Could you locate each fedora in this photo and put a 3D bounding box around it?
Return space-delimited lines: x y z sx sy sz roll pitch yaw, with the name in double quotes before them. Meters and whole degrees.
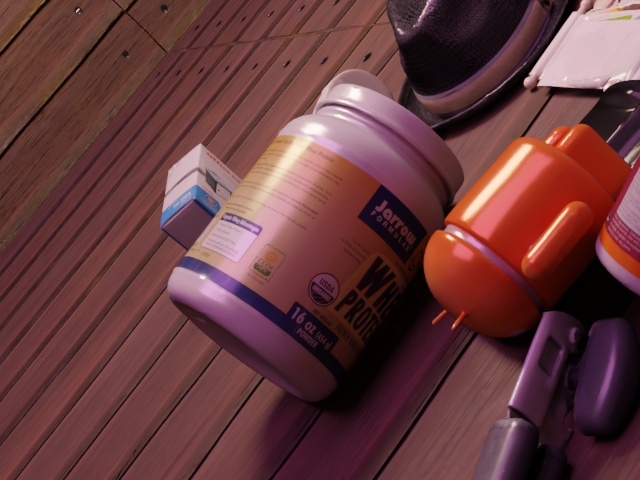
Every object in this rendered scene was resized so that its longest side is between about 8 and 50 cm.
"fedora" 0.186 -0.313 1.534 0.334 0.152 0.334 -38 25 22

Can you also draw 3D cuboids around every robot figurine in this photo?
"robot figurine" 0.181 -0.003 0.998 0.219 0.128 0.158 -48 48 -5

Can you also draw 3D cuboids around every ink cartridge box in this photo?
"ink cartridge box" -0.170 -0.047 1.734 0.082 0.139 0.190 -40 25 20

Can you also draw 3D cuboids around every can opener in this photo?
"can opener" 0.181 0.178 0.893 0.095 0.076 0.283 -16 40 51

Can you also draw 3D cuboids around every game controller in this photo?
"game controller" 0.256 -0.039 1.127 0.319 0.067 0.166 -48 14 -1

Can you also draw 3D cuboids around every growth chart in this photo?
"growth chart" 0.341 -0.234 1.318 0.172 0.021 0.237 -49 24 -5

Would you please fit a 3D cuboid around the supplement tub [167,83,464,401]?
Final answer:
"supplement tub" 0.000 0.000 1.273 0.316 0.228 0.228 -54 25 -13

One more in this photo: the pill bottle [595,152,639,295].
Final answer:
"pill bottle" 0.316 -0.060 0.872 0.121 0.121 0.221 -99 27 -60

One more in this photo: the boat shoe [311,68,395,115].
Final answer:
"boat shoe" 0.000 -0.100 1.563 0.158 0.127 0.340 -43 15 41
